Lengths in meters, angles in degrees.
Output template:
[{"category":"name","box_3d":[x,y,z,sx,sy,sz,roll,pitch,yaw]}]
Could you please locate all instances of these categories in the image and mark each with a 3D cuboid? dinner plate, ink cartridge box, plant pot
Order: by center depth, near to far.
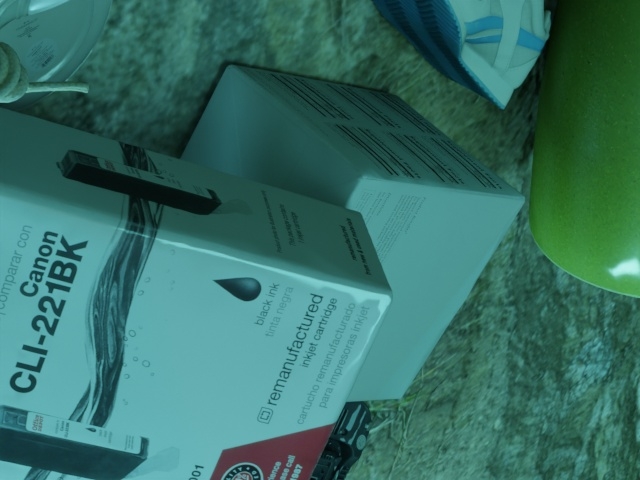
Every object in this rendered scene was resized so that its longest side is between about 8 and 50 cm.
[{"category":"dinner plate","box_3d":[-0.177,-0.128,0.942,0.141,0.017,0.141,-31,146,-24]},{"category":"ink cartridge box","box_3d":[-0.124,0.053,0.968,0.273,0.114,0.197,16,114,-18]},{"category":"plant pot","box_3d":[0.295,-0.148,1.289,0.275,0.275,0.293,-29,128,-28]}]

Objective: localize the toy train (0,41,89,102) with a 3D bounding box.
[{"category":"toy train","box_3d":[-0.230,-0.135,0.732,0.248,0.105,0.143,-3,117,-15]}]

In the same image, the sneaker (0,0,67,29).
[{"category":"sneaker","box_3d":[-0.211,-0.145,0.838,0.232,0.090,0.115,-38,122,-2]}]

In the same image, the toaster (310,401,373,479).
[{"category":"toaster","box_3d":[-0.072,0.188,1.251,0.129,0.146,0.227,24,89,-57]}]

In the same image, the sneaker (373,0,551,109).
[{"category":"sneaker","box_3d":[0.106,-0.179,1.172,0.092,0.087,0.229,-56,155,-1]}]

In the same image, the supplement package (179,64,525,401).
[{"category":"supplement package","box_3d":[0.000,0.000,1.162,0.203,0.149,0.194,4,122,-52]}]
